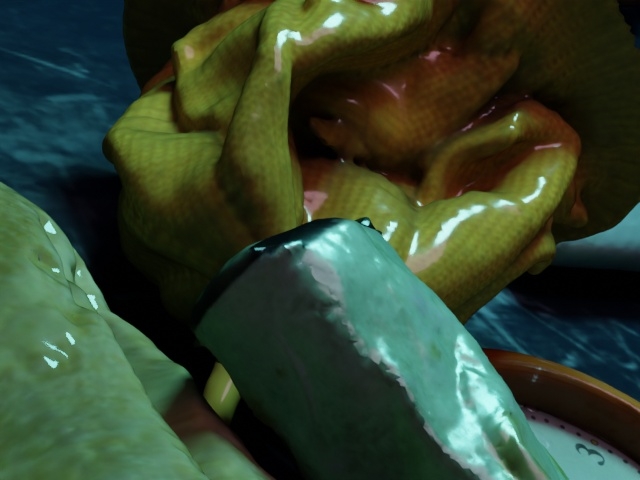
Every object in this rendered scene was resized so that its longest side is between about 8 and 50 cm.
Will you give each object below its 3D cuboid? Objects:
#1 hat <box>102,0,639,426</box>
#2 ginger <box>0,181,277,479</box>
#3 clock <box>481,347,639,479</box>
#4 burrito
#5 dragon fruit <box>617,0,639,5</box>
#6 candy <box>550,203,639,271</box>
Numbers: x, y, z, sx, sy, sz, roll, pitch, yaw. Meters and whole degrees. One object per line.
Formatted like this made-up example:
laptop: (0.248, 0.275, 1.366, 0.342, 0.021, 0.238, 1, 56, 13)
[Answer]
hat: (0.000, 0.000, 0.716, 0.244, 0.233, 0.233, 42, 43, -17)
ginger: (-0.074, 0.091, 0.539, 0.190, 0.126, 0.354, 23, 20, -48)
clock: (0.094, 0.122, 0.700, 0.205, 0.051, 0.205, 18, 32, -12)
burrito: (0.056, 0.096, 0.569, 0.229, 0.089, 0.144, 50, 8, 13)
dragon fruit: (0.190, -0.265, 1.269, 0.218, 0.198, 0.272, 31, 53, -13)
candy: (0.160, -0.033, 0.972, 0.174, 0.071, 0.138, 4, 37, -32)
